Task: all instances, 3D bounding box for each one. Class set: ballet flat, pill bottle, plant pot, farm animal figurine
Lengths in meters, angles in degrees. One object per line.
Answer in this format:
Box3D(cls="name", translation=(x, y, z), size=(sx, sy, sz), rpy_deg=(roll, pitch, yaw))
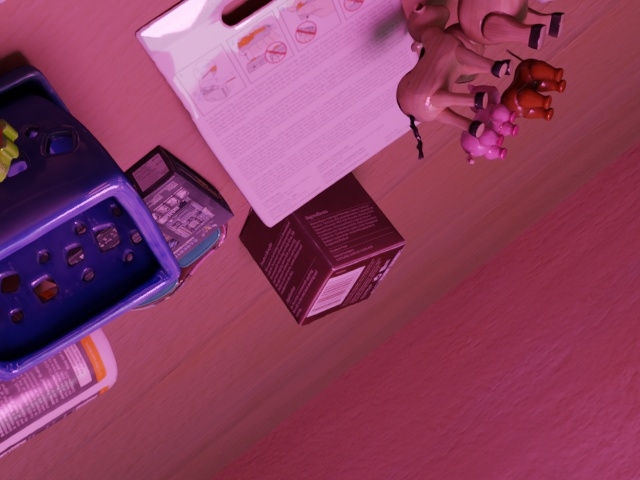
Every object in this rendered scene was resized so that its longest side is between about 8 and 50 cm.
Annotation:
Box3D(cls="ballet flat", translation=(-0.229, 0.035, 1.191), size=(0.221, 0.077, 0.079), rpy_deg=(-40, 177, 10))
Box3D(cls="pill bottle", translation=(-0.414, 0.187, 0.941), size=(0.278, 0.162, 0.162), rpy_deg=(-31, 159, -33))
Box3D(cls="plant pot", translation=(-0.310, -0.024, 0.762), size=(0.235, 0.212, 0.236), rpy_deg=(-32, 157, -10))
Box3D(cls="farm animal figurine", translation=(0.209, -0.276, 0.967), size=(0.330, 0.172, 0.327), rpy_deg=(-14, 120, -56))

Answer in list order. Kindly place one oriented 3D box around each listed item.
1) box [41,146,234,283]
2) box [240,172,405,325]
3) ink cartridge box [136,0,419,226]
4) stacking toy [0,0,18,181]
Box3D(cls="box", translation=(-0.259, -0.012, 1.056), size=(0.232, 0.059, 0.183), rpy_deg=(-38, 155, 6))
Box3D(cls="box", translation=(0.000, 0.000, 1.261), size=(0.167, 0.203, 0.168), rpy_deg=(-19, 153, -36))
Box3D(cls="ink cartridge box", translation=(-0.032, -0.227, 0.977), size=(0.308, 0.091, 0.385), rpy_deg=(-34, 141, -2))
Box3D(cls="stacking toy", translation=(-0.285, -0.163, 0.527), size=(0.052, 0.221, 0.167), rpy_deg=(-15, 160, 4))
